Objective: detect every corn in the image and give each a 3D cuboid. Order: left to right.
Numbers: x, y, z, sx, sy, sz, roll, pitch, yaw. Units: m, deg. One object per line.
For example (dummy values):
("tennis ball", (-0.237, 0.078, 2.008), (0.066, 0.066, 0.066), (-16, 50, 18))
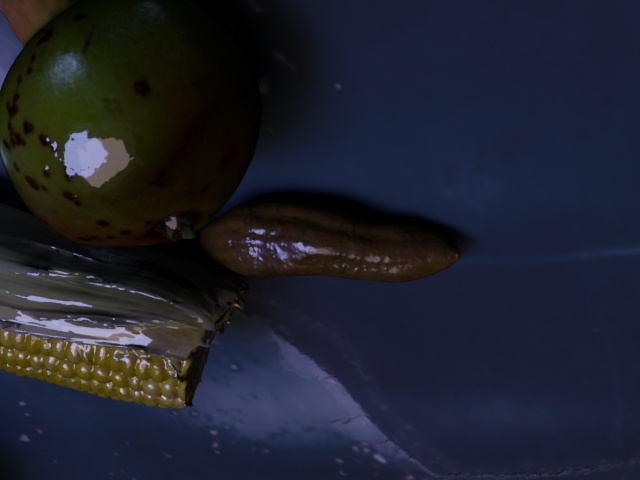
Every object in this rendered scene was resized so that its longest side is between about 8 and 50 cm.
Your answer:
("corn", (-0.199, 0.030, 0.922), (0.305, 0.122, 0.123), (15, 136, 12))

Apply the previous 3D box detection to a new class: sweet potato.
("sweet potato", (0.000, 0.001, 0.860), (0.182, 0.053, 0.054), (5, 115, 17))

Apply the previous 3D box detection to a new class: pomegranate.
("pomegranate", (-0.125, -0.088, 0.771), (0.159, 0.159, 0.205), (-39, 84, 43))
